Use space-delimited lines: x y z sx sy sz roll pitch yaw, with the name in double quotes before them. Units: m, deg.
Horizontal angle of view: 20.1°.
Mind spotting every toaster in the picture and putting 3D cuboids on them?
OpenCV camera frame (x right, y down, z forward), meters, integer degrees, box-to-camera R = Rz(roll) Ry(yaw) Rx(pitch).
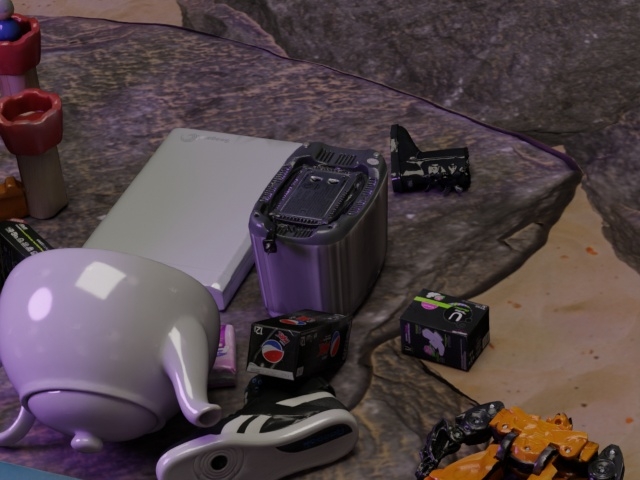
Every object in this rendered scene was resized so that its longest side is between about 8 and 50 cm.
"toaster" 0.000 0.000 2.069 0.129 0.146 0.227 8 37 19

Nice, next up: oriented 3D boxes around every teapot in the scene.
"teapot" -0.234 0.132 1.886 0.253 0.256 0.187 12 68 -8

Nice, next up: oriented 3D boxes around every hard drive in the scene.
"hard drive" -0.153 -0.032 2.229 0.203 0.040 0.307 8 39 19

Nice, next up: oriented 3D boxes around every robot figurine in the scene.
"robot figurine" 0.162 0.268 1.728 0.211 0.085 0.291 20 44 31

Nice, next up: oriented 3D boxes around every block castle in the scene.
"block castle" -0.560 -0.149 2.302 0.453 0.212 0.303 -12 36 -8

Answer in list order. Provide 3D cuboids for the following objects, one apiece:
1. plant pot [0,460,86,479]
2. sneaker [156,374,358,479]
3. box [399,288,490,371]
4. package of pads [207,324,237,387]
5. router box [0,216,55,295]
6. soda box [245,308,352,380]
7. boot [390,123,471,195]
"plant pot" -0.303 0.344 1.633 0.166 0.165 0.234 10 44 21
"sneaker" -0.081 0.199 1.875 0.217 0.079 0.121 -11 32 -20
"box" 0.137 0.098 1.994 0.083 0.052 0.062 15 40 25
"package of pads" -0.118 0.129 2.006 0.050 0.032 0.083 -4 36 -1
"router box" -0.335 0.047 2.074 0.038 0.122 0.092 -20 38 -28
"soda box" -0.022 0.110 1.933 0.060 0.053 0.169 9 6 19
"boot" 0.138 -0.105 2.281 0.099 0.045 0.121 -6 43 5
